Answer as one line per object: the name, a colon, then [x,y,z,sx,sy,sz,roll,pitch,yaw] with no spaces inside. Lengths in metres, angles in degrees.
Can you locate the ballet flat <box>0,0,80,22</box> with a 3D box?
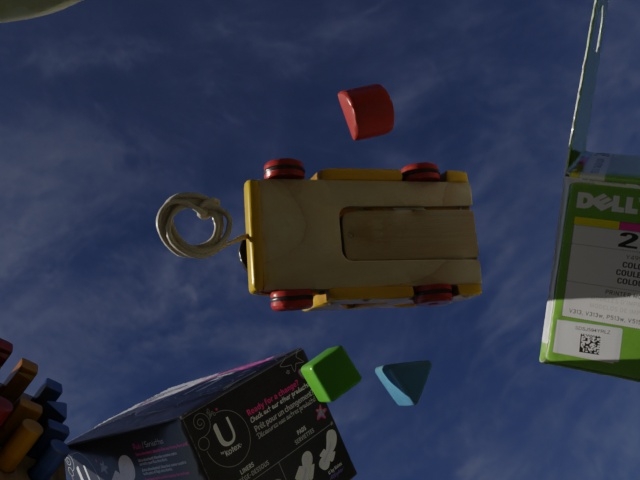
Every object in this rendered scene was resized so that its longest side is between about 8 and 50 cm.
ballet flat: [-0.150,-0.239,0.483,0.408,0.147,0.147,-20,-48,9]

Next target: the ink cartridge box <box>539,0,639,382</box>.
ink cartridge box: [0.227,-0.051,0.517,0.189,0.097,0.255,-26,-58,-65]

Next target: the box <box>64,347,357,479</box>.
box: [-0.119,0.217,0.734,0.163,0.247,0.142,-24,-89,-46]

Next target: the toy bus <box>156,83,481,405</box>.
toy bus: [0.012,0.005,0.525,0.202,0.104,0.191,44,-111,-3]

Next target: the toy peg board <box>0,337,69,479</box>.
toy peg board: [-0.298,0.154,0.690,0.160,0.161,0.079,34,-83,-31]
